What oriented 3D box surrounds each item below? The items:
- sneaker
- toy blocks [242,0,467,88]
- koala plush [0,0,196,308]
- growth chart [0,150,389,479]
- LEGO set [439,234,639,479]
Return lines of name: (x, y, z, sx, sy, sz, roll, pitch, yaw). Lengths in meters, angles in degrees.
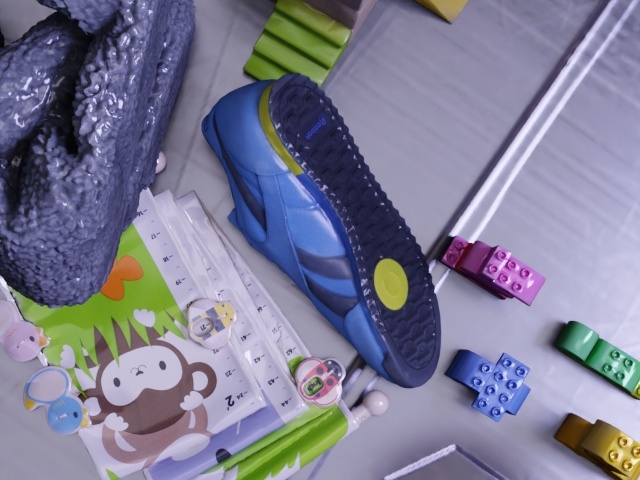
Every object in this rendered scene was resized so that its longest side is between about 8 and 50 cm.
sneaker: (0.000, 0.000, 0.860, 0.069, 0.082, 0.209, -43, 107, -48)
toy blocks: (0.059, -0.275, 0.775, 0.191, 0.261, 0.381, 32, 85, 0)
koala plush: (-0.203, -0.083, 0.782, 0.221, 0.196, 0.203, 15, 85, 1)
growth chart: (-0.097, 0.065, 0.864, 0.172, 0.021, 0.237, -40, 87, -6)
LEGO set: (0.160, 0.090, 0.839, 0.227, 0.093, 0.087, 32, 85, -1)
